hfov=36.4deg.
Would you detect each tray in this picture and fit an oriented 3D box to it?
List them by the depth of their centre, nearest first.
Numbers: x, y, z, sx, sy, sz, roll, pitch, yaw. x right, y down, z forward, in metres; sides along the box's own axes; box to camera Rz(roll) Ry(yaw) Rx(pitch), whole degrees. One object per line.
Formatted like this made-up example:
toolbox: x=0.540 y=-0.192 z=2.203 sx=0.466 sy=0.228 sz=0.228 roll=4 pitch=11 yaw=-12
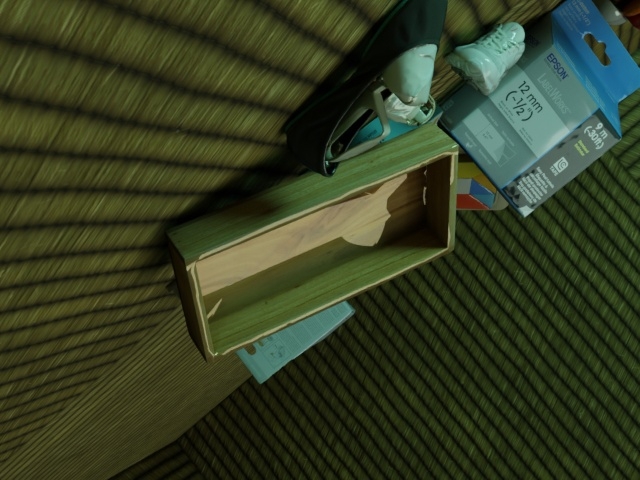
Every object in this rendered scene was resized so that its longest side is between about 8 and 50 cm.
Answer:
tray: x=0.000 y=0.000 z=1.354 sx=0.411 sy=0.076 sz=0.202 roll=-24 pitch=136 yaw=-19

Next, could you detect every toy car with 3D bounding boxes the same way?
toy car: x=0.628 y=-0.472 z=1.903 sx=0.159 sy=0.136 sz=0.182 roll=-43 pitch=171 yaw=21

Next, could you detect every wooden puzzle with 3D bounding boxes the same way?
wooden puzzle: x=0.279 y=-0.123 z=1.961 sx=0.239 sy=0.044 sz=0.221 roll=-4 pitch=145 yaw=0

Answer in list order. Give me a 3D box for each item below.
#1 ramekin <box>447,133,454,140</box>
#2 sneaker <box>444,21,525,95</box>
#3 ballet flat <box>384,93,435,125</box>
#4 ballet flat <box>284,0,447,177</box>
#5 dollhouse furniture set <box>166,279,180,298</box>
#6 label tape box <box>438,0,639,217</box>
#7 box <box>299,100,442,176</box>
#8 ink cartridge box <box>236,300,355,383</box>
ramekin: x=0.354 y=-0.171 z=2.120 sx=0.109 sy=0.207 sz=0.207 roll=-34 pitch=176 yaw=35
sneaker: x=0.264 y=-0.294 z=1.510 sx=0.115 sy=0.090 sz=0.232 roll=-49 pitch=178 yaw=17
ballet flat: x=0.113 y=-0.196 z=1.333 sx=0.086 sy=0.086 sz=0.248 roll=-41 pitch=171 yaw=13
ballet flat: x=0.073 y=-0.180 z=1.177 sx=0.280 sy=0.096 sz=0.095 roll=-45 pitch=161 yaw=30
dollhouse furniture set: x=-0.148 y=0.097 z=1.594 sx=0.129 sy=0.129 sz=0.183 roll=-39 pitch=171 yaw=-5
label tape box: x=0.423 y=-0.247 z=1.784 sx=0.348 sy=0.249 sz=0.115 roll=-39 pitch=-151 yaw=11
box: x=0.079 y=-0.140 z=1.552 sx=0.244 sy=0.060 sz=0.100 roll=-38 pitch=171 yaw=-9
ink cartridge box: x=-0.078 y=0.141 z=1.930 sx=0.232 sy=0.189 sz=0.066 roll=-40 pitch=167 yaw=6
